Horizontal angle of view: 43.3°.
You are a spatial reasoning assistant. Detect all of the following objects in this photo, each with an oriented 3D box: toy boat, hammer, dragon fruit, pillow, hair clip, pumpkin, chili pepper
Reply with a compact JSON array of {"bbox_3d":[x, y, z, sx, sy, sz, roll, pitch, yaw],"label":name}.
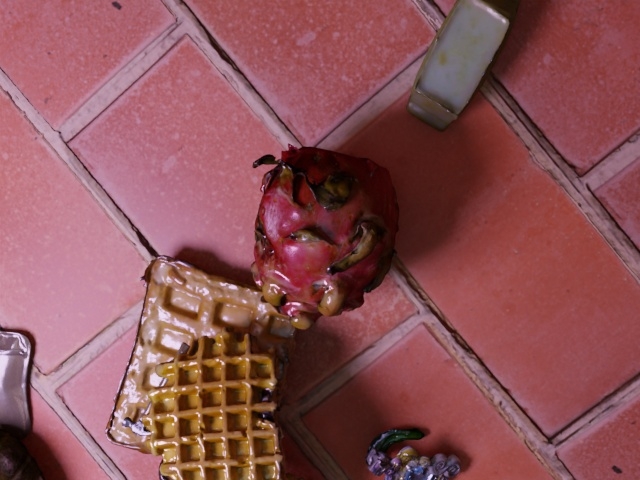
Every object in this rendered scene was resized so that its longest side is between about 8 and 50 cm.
[{"bbox_3d":[0.241,-0.318,1.335,0.111,0.084,0.276,31,101,4],"label":"toy boat"},{"bbox_3d":[-0.275,0.260,1.399,0.062,0.017,0.182,31,93,8],"label":"hammer"},{"bbox_3d":[0.000,0.000,1.314,0.250,0.269,0.291,19,87,5],"label":"dragon fruit"},{"bbox_3d":[-0.612,0.276,1.532,0.130,0.033,0.218,2,99,3],"label":"pillow"},{"bbox_3d":[0.163,0.413,1.441,0.172,0.049,0.116,21,120,-21],"label":"hair clip"},{"bbox_3d":[-0.638,0.471,1.475,0.260,0.189,0.260,2,104,6],"label":"pumpkin"},{"bbox_3d":[0.127,0.364,1.460,0.118,0.035,0.055,-33,115,2],"label":"chili pepper"}]

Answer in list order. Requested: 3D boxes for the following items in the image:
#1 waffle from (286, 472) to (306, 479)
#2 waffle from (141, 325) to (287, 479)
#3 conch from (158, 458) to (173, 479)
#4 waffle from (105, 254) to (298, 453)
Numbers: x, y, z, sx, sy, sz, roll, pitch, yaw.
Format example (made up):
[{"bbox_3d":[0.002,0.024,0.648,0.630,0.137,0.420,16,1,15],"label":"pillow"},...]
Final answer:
[{"bbox_3d":[-0.151,0.492,1.421,0.311,0.060,0.307,4,132,-7],"label":"waffle"},{"bbox_3d":[-0.154,0.290,1.322,0.309,0.065,0.283,38,78,15],"label":"waffle"},{"bbox_3d":[-0.258,0.429,1.495,0.086,0.080,0.233,25,75,-10],"label":"conch"},{"bbox_3d":[-0.203,0.226,1.436,0.304,0.077,0.348,15,89,6],"label":"waffle"}]
